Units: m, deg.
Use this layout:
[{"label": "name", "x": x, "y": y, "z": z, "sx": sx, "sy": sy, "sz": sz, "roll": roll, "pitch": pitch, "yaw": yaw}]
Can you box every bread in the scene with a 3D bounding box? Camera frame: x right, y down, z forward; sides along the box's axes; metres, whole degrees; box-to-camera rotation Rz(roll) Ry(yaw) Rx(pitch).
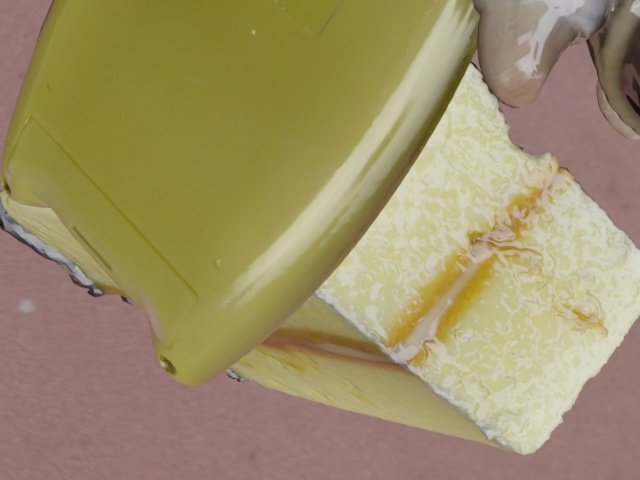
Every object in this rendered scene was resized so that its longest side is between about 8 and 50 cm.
[{"label": "bread", "x": 0.000, "y": 0.000, "z": 1.247, "sx": 0.345, "sy": 0.405, "sz": 0.242, "roll": 50, "pitch": 62, "yaw": -37}]

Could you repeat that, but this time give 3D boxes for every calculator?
[{"label": "calculator", "x": -0.032, "y": -0.067, "z": 0.528, "sx": 0.033, "sy": 0.157, "sz": 0.236, "roll": -10, "pitch": 140, "yaw": -56}]

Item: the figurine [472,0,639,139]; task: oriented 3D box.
[{"label": "figurine", "x": 0.099, "y": -0.132, "z": 0.524, "sx": 0.218, "sy": 0.206, "sz": 0.364, "roll": 6, "pitch": 62, "yaw": -25}]
